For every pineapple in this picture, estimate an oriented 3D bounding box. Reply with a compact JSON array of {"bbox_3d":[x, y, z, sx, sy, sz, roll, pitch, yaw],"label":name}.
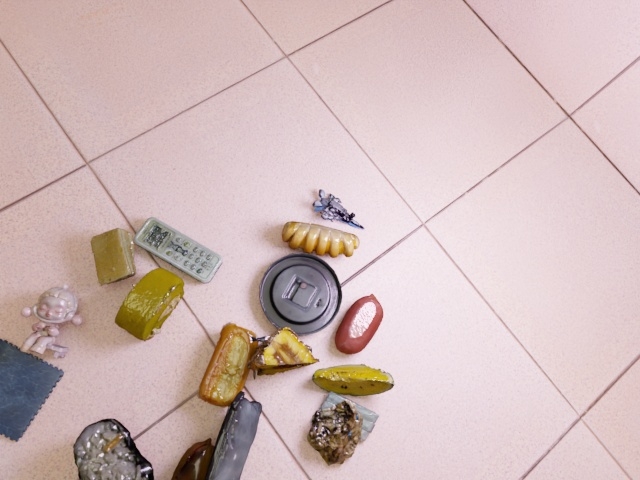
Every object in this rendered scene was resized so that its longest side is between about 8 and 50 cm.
[{"bbox_3d":[-0.172,0.402,1.729,0.335,0.161,0.158,3,66,-53],"label":"pineapple"}]

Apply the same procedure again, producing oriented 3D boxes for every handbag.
[{"bbox_3d":[-0.291,0.690,1.641,0.075,0.191,0.331,10,69,26],"label":"handbag"}]

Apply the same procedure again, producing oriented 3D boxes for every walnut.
[{"bbox_3d":[-0.426,0.785,1.613,0.137,0.137,0.245,20,72,-3],"label":"walnut"}]

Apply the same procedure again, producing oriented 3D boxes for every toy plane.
[{"bbox_3d":[0.084,-0.115,2.003,0.247,0.078,0.169,27,43,-3],"label":"toy plane"}]

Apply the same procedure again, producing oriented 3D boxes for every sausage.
[{"bbox_3d":[0.154,0.321,1.852,0.148,0.148,0.254,30,68,1],"label":"sausage"}]

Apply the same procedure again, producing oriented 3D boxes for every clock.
[{"bbox_3d":[-0.078,0.211,1.882,0.326,0.067,0.324,3,73,-8],"label":"clock"}]

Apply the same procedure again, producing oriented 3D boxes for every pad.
[{"bbox_3d":[-1.075,0.512,1.657,0.270,0.012,0.268,26,71,-1],"label":"pad"}]

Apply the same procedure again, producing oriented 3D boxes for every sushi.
[{"bbox_3d":[-0.659,0.746,1.540,0.211,0.170,0.350,-28,64,-27],"label":"sushi"}]

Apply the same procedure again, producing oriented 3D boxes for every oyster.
[{"bbox_3d":[0.064,0.696,1.721,0.214,0.083,0.222,-29,99,1],"label":"oyster"}]

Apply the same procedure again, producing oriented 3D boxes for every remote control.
[{"bbox_3d":[-0.547,0.039,1.860,0.336,0.065,0.127,30,73,1],"label":"remote control"}]

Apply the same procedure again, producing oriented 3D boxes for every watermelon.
[{"bbox_3d":[0.126,0.520,1.784,0.302,0.129,0.122,1,78,9],"label":"watermelon"}]

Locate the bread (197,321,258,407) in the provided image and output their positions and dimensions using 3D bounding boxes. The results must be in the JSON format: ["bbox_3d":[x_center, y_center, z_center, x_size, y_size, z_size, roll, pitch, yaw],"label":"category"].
[{"bbox_3d":[-0.328,0.453,1.743,0.153,0.119,0.288,20,71,1],"label":"bread"}]

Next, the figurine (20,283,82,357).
[{"bbox_3d":[-0.937,0.276,1.696,0.182,0.144,0.256,10,73,16],"label":"figurine"}]

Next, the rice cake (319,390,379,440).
[{"bbox_3d":[0.101,0.651,1.780,0.211,0.038,0.124,31,86,-2],"label":"rice cake"}]

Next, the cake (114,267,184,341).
[{"bbox_3d":[-0.605,0.225,1.733,0.156,0.179,0.260,30,72,0],"label":"cake"}]

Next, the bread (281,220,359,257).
[{"bbox_3d":[0.000,0.000,1.909,0.312,0.173,0.121,12,94,-5],"label":"bread"}]

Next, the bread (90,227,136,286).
[{"bbox_3d":[-0.762,0.062,1.783,0.138,0.102,0.196,-20,78,11],"label":"bread"}]
